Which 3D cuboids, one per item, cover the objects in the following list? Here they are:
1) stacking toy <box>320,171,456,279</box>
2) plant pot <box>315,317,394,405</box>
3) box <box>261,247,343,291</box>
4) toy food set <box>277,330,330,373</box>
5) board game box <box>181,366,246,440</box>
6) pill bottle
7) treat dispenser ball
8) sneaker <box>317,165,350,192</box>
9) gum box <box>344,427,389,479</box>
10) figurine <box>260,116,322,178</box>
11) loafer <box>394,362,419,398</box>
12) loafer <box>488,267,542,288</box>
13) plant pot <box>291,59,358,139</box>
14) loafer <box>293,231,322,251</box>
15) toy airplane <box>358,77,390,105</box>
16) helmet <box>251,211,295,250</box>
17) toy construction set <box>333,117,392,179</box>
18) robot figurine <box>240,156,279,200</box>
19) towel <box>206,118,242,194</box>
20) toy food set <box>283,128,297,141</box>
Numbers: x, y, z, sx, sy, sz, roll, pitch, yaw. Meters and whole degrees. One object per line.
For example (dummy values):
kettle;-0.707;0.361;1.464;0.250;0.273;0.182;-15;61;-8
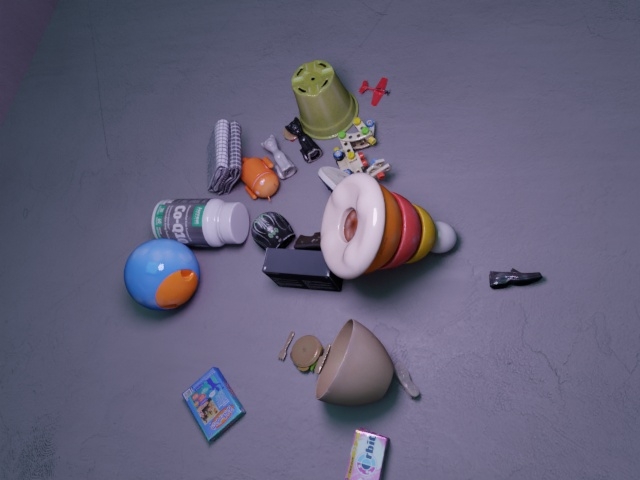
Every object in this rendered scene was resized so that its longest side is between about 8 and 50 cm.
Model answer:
stacking toy;0.270;-0.020;1.636;0.351;0.480;0.350;-28;58;57
plant pot;0.128;0.426;1.573;0.191;0.284;0.284;26;77;-5
box;-0.060;0.110;1.783;0.261;0.184;0.103;3;70;18
toy food set;-0.052;0.411;1.743;0.192;0.038;0.132;12;65;36
board game box;-0.396;0.603;1.764;0.160;0.047;0.210;-40;62;-2
pill bottle;-0.496;-0.074;1.984;0.361;0.204;0.204;1;69;18
treat dispenser ball;-0.628;0.134;1.894;0.288;0.288;0.288;-6;67;15
sneaker;0.105;-0.137;1.836;0.350;0.131;0.148;45;131;16
gum box;0.151;0.710;1.538;0.107;0.062;0.188;8;71;20
figurine;-0.135;-0.403;2.054;0.215;0.092;0.209;-33;71;3
loafer;0.284;0.476;1.606;0.045;0.039;0.125;-15;56;-27
loafer;0.661;0.120;1.621;0.170;0.062;0.061;-8;62;13
plant pot;0.000;-0.612;2.020;0.276;0.254;0.276;-7;67;16
loafer;0.000;0.000;1.866;0.220;0.080;0.078;0;69;18
toy airplane;0.235;-0.665;2.094;0.151;0.028;0.151;-6;68;16
helmet;-0.198;-0.037;1.909;0.169;0.169;0.161;-45;80;-3
toy construction set;0.168;-0.340;1.926;0.215;0.151;0.327;-23;53;7
robot figurine;-0.261;-0.270;2.032;0.158;0.128;0.219;-39;63;-7
towel;-0.409;-0.350;2.047;0.121;0.284;0.234;2;71;-21
toy food set;-0.126;-0.484;2.138;0.083;0.020;0.082;-26;63;5
